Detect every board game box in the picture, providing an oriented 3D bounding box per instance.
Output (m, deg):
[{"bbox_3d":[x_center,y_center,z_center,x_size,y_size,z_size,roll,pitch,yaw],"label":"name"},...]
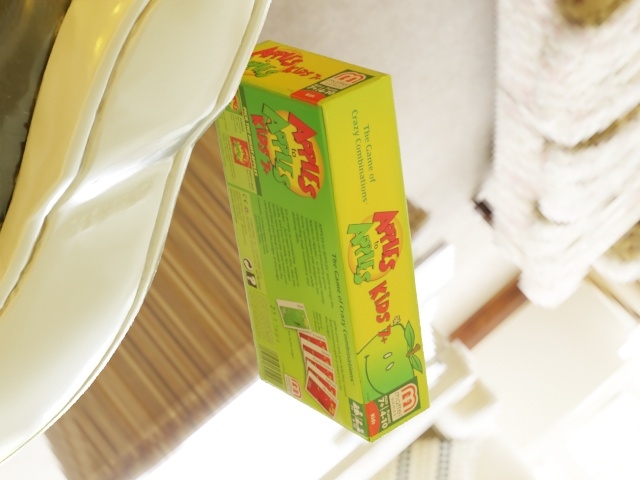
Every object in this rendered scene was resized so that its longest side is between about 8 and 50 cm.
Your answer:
[{"bbox_3d":[0.000,0.000,0.733,0.043,0.092,0.181,-27,122,-32],"label":"board game box"}]

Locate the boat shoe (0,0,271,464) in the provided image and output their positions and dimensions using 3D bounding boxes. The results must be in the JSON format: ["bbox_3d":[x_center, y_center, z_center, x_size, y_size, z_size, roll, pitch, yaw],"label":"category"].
[{"bbox_3d":[-0.097,-0.012,0.424,0.095,0.079,0.254,-31,159,-43],"label":"boat shoe"}]
